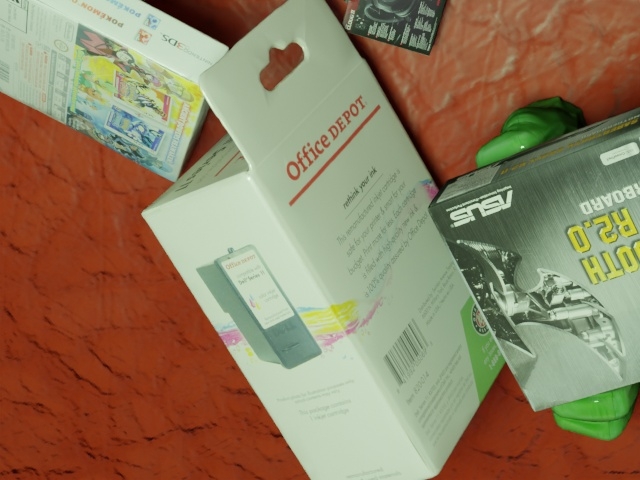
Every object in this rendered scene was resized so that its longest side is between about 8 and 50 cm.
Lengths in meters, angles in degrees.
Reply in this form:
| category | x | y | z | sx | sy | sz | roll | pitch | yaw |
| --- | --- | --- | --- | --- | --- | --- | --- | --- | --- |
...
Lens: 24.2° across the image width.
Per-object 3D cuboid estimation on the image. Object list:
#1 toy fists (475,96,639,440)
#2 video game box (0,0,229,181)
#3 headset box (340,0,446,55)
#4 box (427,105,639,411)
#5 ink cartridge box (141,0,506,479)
| category | x | y | z | sx | sy | sz | roll | pitch | yaw |
| --- | --- | --- | --- | --- | --- | --- | --- | --- | --- |
| toy fists | 0.194 | 0.027 | 1.199 | 0.096 | 0.142 | 0.279 | -11 | 110 | 15 |
| video game box | -0.175 | -0.138 | 1.182 | 0.187 | 0.048 | 0.205 | 30 | 159 | -2 |
| headset box | 0.057 | -0.190 | 1.190 | 0.083 | 0.032 | 0.062 | 16 | 115 | 4 |
| box | 0.219 | 0.007 | 1.065 | 0.231 | 0.056 | 0.183 | -20 | 105 | 29 |
| ink cartridge box | 0.000 | 0.000 | 1.179 | 0.119 | 0.207 | 0.353 | -19 | 109 | 37 |
